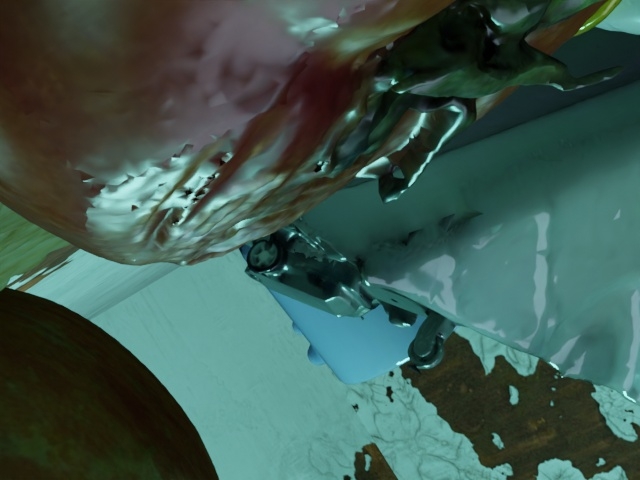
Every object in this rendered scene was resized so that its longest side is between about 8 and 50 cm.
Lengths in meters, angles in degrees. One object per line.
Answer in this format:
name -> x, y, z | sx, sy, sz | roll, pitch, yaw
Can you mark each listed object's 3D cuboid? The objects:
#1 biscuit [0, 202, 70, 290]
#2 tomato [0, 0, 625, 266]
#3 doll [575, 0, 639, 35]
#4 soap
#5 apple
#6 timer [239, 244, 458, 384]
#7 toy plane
biscuit -> -0.210, 0.047, 0.683 | 0.324, 0.044, 0.217 | -33, 179, 17
tomato -> 0.011, -0.063, 0.419 | 0.228, 0.101, 0.228 | -31, 177, -2
doll -> 0.171, -0.139, 0.674 | 0.177, 0.141, 0.314 | -28, 179, 42
soap -> 0.096, 0.004, 0.840 | 0.302, 0.159, 0.258 | -19, 138, -21
apple -> -0.205, 0.152, 1.023 | 0.301, 0.302, 0.301 | -32, 180, 0
timer -> 0.121, -0.062, 1.323 | 0.395, 0.173, 0.395 | -36, -174, 5
toy plane -> -0.003, 0.002, 0.886 | 0.058, 0.226, 0.226 | -53, 146, -6
